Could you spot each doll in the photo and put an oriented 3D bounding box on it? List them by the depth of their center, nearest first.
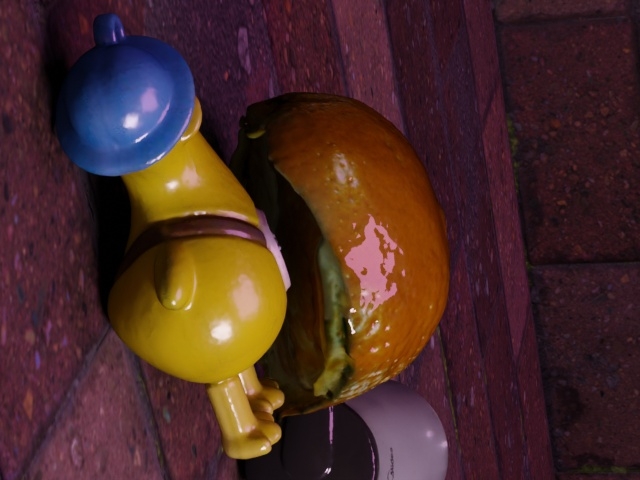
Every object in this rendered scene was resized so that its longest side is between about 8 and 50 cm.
[{"bbox_3d":[-0.111,-0.008,1.375,0.199,0.145,0.363,-91,164,-66],"label":"doll"}]

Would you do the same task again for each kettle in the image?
[{"bbox_3d":[0.021,0.189,1.750,0.236,0.161,0.221,10,84,-70],"label":"kettle"}]

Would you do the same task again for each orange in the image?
[{"bbox_3d":[0.009,-0.004,1.546,0.334,0.196,0.263,-116,-174,-84],"label":"orange"}]
